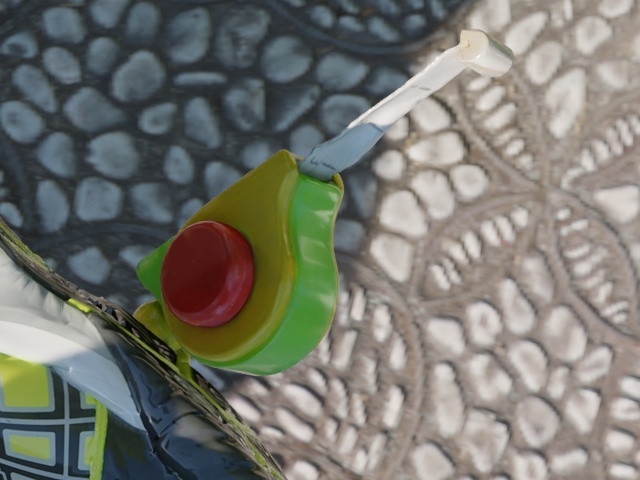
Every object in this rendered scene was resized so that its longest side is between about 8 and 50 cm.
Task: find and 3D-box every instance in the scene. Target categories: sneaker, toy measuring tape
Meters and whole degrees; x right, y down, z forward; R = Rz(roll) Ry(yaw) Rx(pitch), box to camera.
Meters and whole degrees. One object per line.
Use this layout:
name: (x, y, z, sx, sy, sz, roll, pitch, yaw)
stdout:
sneaker: (-0.157, 0.091, 0.777, 0.385, 0.145, 0.147, 40, 87, -4)
toy measuring tape: (0.000, 0.000, 0.956, 0.330, 0.121, 0.121, -34, 113, 26)
